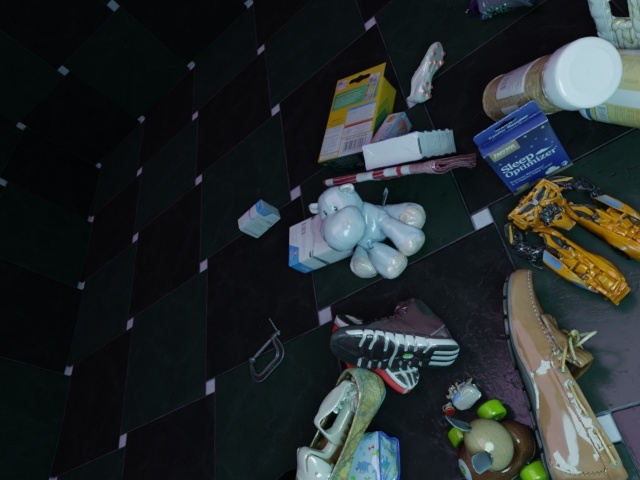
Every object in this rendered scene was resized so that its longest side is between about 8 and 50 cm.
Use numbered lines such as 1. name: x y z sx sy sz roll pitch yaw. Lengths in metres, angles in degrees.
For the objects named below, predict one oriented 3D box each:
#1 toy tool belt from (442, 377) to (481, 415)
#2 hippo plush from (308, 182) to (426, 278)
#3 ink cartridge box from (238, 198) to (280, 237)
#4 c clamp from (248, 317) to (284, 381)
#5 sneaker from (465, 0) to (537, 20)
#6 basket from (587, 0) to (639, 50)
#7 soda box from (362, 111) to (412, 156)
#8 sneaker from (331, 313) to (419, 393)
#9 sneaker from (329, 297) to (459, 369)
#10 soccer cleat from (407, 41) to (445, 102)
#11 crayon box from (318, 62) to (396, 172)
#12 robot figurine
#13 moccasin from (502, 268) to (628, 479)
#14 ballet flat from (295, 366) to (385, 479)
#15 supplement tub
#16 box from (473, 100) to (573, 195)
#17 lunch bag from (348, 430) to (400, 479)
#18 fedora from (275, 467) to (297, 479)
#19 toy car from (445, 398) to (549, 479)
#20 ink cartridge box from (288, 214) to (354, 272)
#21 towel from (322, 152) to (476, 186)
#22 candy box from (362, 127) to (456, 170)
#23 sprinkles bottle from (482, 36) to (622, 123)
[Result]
1. toy tool belt: 0.288 0.322 0.965 0.083 0.052 0.051 -43 13 13
2. hippo plush: 0.119 -0.061 1.196 0.234 0.237 0.294 -24 53 33
3. ink cartridge box: -0.215 -0.074 1.632 0.122 0.089 0.052 -40 46 21
4. c clamp: -0.164 0.338 1.403 0.160 0.022 0.137 -52 48 5
5. sneaker: 0.504 -0.657 1.307 0.098 0.083 0.223 -66 33 24
6. basket: 0.710 -0.550 0.854 0.266 0.328 0.331 36 93 44
7. soda box: 0.195 -0.290 1.350 0.063 0.058 0.183 3 52 45
8. sneaker: 0.123 0.285 1.121 0.279 0.107 0.118 36 113 49
9. sneaker: 0.152 0.195 1.036 0.162 0.282 0.106 -95 17 -53
10. soccer cleat: 0.312 -0.504 1.395 0.076 0.068 0.196 10 78 49
11. crayon box: 0.123 -0.387 1.494 0.203 0.083 0.322 -5 65 42
12. robot figurine: 0.502 -0.021 0.921 0.211 0.085 0.291 -50 43 9
13. moccasin: 0.421 0.221 0.826 0.147 0.139 0.379 -18 51 19
14. ballet flat: 0.018 0.425 0.975 0.123 0.123 0.348 14 70 47
15. supplement tub: 0.632 -0.292 0.908 0.200 0.144 0.144 34 92 48
16. box: 0.428 -0.185 0.980 0.136 0.225 0.036 -32 49 28
17. lunch bag: 0.100 0.501 1.000 0.129 0.096 0.151 -26 41 32
18. fedora: -0.084 0.683 1.028 0.334 0.153 0.333 -23 53 34
19. toy car: 0.286 0.372 0.826 0.149 0.188 0.155 -45 44 15
20. ink cartridge box: 0.000 0.000 1.390 0.191 0.082 0.139 -22 54 32
21. towel: 0.202 -0.175 1.204 0.329 0.237 0.037 -3 99 43
22. candy box: 0.234 -0.239 1.219 0.165 0.196 0.070 -6 99 42
23. sprinkles bottle: 0.460 -0.319 0.976 0.121 0.121 0.355 -53 7 7
